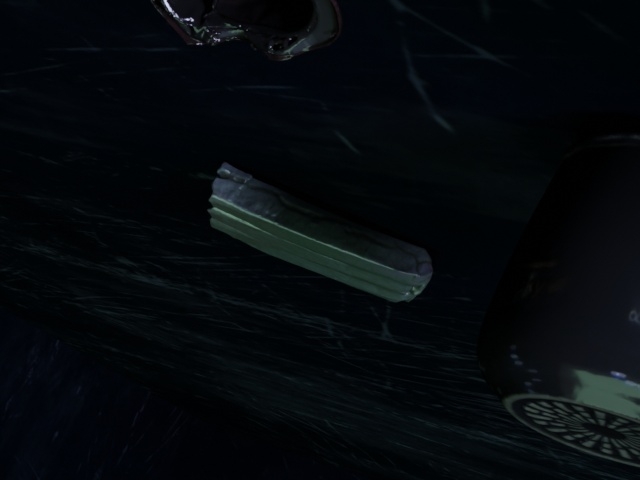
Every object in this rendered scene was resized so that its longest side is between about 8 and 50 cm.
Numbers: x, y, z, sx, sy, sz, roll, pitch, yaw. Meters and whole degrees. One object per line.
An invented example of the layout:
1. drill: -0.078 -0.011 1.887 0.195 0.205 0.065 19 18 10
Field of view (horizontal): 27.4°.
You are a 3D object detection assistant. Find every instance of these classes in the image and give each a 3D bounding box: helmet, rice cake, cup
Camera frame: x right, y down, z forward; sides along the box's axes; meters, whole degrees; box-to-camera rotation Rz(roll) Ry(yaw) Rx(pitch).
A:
1. helmet: -0.035 -0.147 0.664 0.123 0.070 0.098 8 151 26
2. rice cake: 0.000 0.000 1.189 0.211 0.038 0.124 22 165 1
3. cup: 0.200 0.030 0.746 0.169 0.177 0.223 28 161 -13
